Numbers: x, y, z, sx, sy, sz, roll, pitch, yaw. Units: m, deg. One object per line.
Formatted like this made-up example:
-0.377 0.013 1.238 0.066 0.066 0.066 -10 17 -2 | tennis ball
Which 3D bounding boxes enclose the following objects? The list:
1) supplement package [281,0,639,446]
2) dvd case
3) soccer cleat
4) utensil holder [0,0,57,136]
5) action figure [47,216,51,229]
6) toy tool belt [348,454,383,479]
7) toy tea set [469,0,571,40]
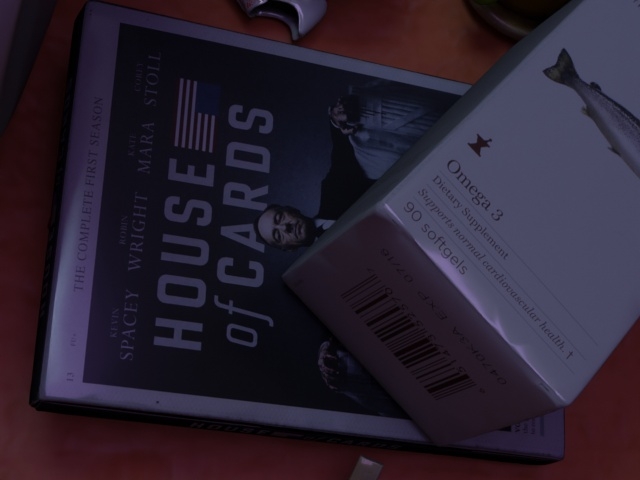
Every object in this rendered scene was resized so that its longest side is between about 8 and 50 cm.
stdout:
0.091 -0.016 0.535 0.105 0.105 0.179 46 62 -3 | supplement package
0.000 0.000 0.568 0.238 0.029 0.179 10 71 -20 | dvd case
-0.035 -0.130 0.621 0.083 0.029 0.036 31 64 -6 | soccer cleat
-0.255 -0.231 0.438 0.385 0.327 0.328 19 69 -11 | utensil holder
-0.083 -0.048 0.582 0.038 0.030 0.115 32 65 -13 | action figure
0.030 0.136 0.536 0.051 0.052 0.083 -41 86 -13 | toy tool belt
0.128 -0.226 0.638 0.336 0.124 0.200 -42 85 -22 | toy tea set
